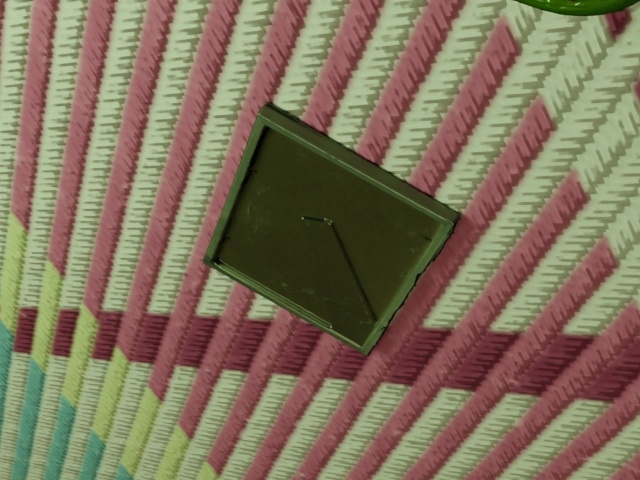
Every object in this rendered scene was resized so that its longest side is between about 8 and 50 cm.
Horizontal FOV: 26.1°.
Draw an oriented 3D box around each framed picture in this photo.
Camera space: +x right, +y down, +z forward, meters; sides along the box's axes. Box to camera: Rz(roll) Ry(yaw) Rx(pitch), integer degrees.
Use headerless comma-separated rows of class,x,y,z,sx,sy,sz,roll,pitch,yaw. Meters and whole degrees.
framed picture,0.000,0.000,0.715,0.109,0.011,0.149,31,147,2

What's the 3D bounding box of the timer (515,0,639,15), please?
timer,0.060,-0.139,0.457,0.140,0.047,0.128,22,147,14
